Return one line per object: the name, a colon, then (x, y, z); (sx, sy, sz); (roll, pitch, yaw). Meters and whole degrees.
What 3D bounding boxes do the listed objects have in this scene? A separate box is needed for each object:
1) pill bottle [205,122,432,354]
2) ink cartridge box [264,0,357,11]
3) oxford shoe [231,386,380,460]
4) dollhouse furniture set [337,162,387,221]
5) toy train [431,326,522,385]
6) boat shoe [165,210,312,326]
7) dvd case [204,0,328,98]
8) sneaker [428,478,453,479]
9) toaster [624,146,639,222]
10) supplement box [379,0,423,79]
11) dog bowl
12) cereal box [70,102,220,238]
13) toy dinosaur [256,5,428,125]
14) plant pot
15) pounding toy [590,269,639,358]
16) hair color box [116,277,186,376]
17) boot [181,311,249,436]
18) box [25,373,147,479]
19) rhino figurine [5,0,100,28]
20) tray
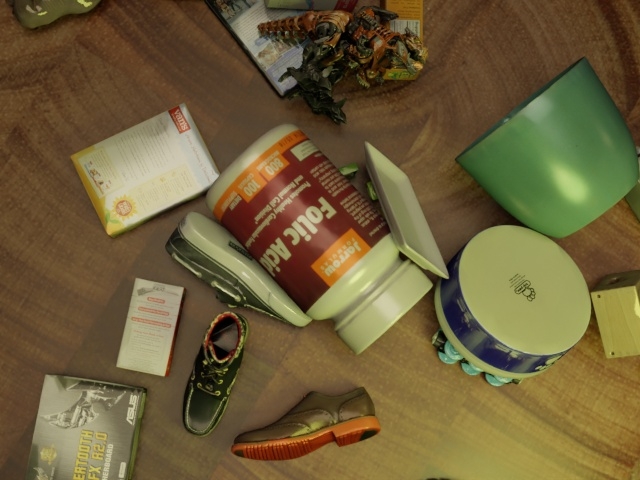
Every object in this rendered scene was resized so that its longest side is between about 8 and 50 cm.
pill bottle: (0.000, 0.000, 1.785); (0.224, 0.224, 0.392); (-43, 85, -7)
ink cartridge box: (-0.018, -0.514, 1.912); (0.175, 0.072, 0.127); (0, 75, -13)
oxford shoe: (-0.033, 0.335, 1.817); (0.272, 0.097, 0.098); (-10, 63, -8)
dollhouse furniture set: (0.078, -0.068, 1.882); (0.076, 0.058, 0.151); (-19, 83, -4)
toy train: (0.300, 0.197, 1.847); (0.184, 0.080, 0.105); (25, 74, 1)
boat shoe: (-0.151, 0.074, 1.837); (0.301, 0.108, 0.102); (36, 114, -9)
dvd case: (-0.081, -0.426, 1.944); (0.180, 0.022, 0.253); (-37, 85, -6)
sneaker: (0.159, 0.511, 1.801); (0.268, 0.101, 0.106); (-15, 105, -5)
toaster: (0.664, -0.109, 1.887); (0.168, 0.110, 0.185); (-29, 84, -5)
supplement box: (0.156, -0.431, 1.927); (0.080, 0.078, 0.233); (4, 83, -5)
dog bowl: (0.346, 0.108, 1.793); (0.265, 0.104, 0.264); (9, 58, -15)
cereal box: (-0.325, -0.132, 1.880); (0.240, 0.047, 0.173); (-25, 84, -6)
toy dinosaur: (0.034, -0.350, 1.864); (0.322, 0.164, 0.218); (13, 73, 42)
plant pot: (0.430, -0.148, 1.802); (0.293, 0.293, 0.235); (-39, 91, -7)
pounding toy: (0.579, 0.164, 1.847); (0.094, 0.181, 0.206); (-11, 97, 30)
hair color box: (-0.310, 0.160, 1.837); (0.093, 0.053, 0.167); (12, 83, 0)
boot: (-0.193, 0.234, 1.767); (0.085, 0.178, 0.236); (20, 81, 0)
box: (-0.424, 0.367, 1.801); (0.183, 0.056, 0.231); (10, 81, -2)
rhino figurine: (-0.483, -0.480, 1.910); (0.243, 0.073, 0.106); (-20, 79, -6)
tray: (0.145, -0.052, 1.793); (0.030, 0.145, 0.270); (-35, 46, 19)
